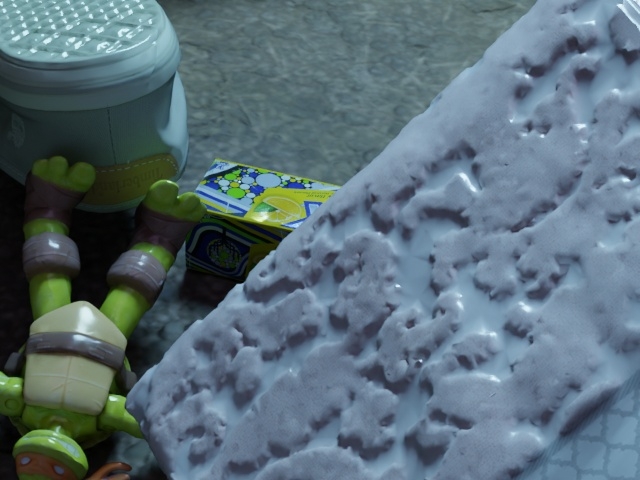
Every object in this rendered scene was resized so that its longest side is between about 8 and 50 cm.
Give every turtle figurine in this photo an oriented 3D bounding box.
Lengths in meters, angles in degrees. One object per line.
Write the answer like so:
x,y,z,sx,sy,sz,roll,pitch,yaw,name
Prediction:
-0.127,0.065,0.938,0.269,0.087,0.217,8,56,3,turtle figurine

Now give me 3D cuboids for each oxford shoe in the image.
-0.185,-0.140,1.170,0.169,0.130,0.449,-13,27,-10,oxford shoe

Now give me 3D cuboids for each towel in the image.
0.082,0.062,0.727,0.332,0.053,0.317,-42,44,7,towel

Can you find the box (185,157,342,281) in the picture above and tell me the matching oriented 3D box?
0.000,0.000,1.052,0.169,0.054,0.059,12,40,13,box
